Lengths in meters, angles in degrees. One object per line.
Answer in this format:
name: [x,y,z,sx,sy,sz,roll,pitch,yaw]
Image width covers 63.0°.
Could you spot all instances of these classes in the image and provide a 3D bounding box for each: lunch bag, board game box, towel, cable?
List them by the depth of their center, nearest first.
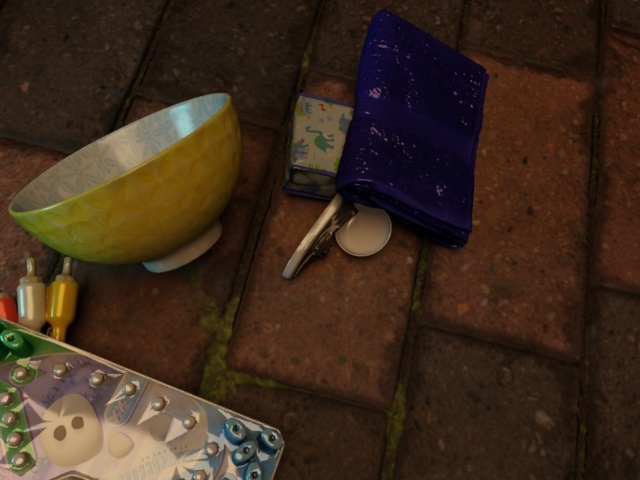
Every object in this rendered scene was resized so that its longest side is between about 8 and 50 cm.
board game box: [-0.275,0.306,0.510,0.389,0.050,0.390,23,60,-2]
cable: [-0.347,0.166,0.637,0.139,0.072,0.287,-16,73,-5]
towel: [0.149,-0.166,0.753,0.227,0.076,0.308,23,65,-26]
lunch bag: [0.026,-0.127,0.761,0.151,0.096,0.129,8,69,-12]

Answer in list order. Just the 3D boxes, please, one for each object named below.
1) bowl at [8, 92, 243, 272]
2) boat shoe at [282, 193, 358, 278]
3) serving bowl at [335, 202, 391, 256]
bowl: [-0.212,-0.053,0.666,0.289,0.289,0.156,-32,119,-15]
boat shoe: [0.000,0.000,0.729,0.040,0.049,0.142,36,87,2]
serving bowl: [0.064,-0.014,0.754,0.083,0.027,0.083,-5,72,17]
